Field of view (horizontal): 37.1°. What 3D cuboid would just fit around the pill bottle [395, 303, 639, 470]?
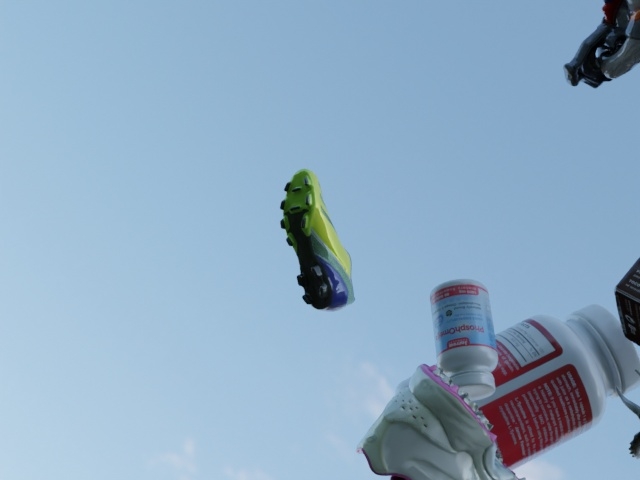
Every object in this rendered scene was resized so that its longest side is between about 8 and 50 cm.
[{"bbox_3d":[0.361,0.277,1.730,0.229,0.408,0.229,62,-10,19],"label":"pill bottle"}]

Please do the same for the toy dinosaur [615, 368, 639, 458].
[{"bbox_3d":[0.464,0.261,1.093,0.160,0.121,0.313,35,-7,-12],"label":"toy dinosaur"}]

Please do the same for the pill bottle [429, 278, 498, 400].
[{"bbox_3d":[0.206,0.142,1.362,0.087,0.160,0.087,-2,-31,-1],"label":"pill bottle"}]

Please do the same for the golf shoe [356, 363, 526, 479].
[{"bbox_3d":[0.150,0.274,1.052,0.306,0.140,0.115,54,-8,-25],"label":"golf shoe"}]

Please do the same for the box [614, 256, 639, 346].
[{"bbox_3d":[0.609,0.084,1.540,0.167,0.203,0.168,32,-17,38],"label":"box"}]

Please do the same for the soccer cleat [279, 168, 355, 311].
[{"bbox_3d":[-0.001,0.001,1.869,0.093,0.121,0.289,-25,-109,40],"label":"soccer cleat"}]

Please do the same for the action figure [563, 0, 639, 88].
[{"bbox_3d":[0.513,-0.282,1.254,0.330,0.341,0.178,38,2,-27],"label":"action figure"}]
